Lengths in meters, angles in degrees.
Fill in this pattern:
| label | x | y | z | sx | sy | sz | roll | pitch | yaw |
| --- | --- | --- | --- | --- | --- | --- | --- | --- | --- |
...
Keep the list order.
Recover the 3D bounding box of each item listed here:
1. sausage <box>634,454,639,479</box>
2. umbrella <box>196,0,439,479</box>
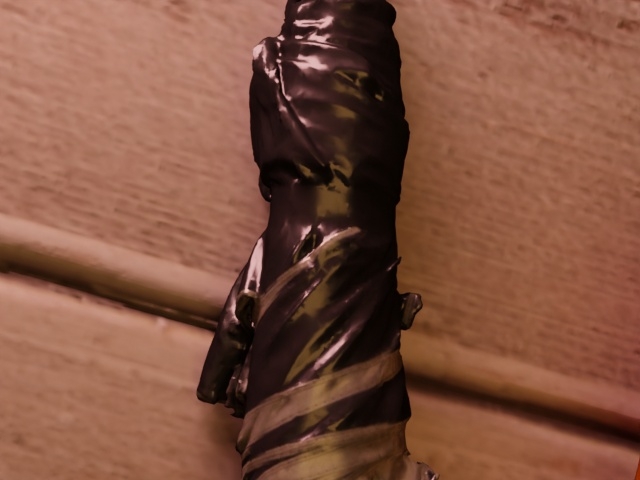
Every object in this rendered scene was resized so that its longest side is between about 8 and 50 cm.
| label | x | y | z | sx | sy | sz | roll | pitch | yaw |
| --- | --- | --- | --- | --- | --- | --- | --- | --- | --- |
| sausage | 0.286 | 0.138 | 1.014 | 0.233 | 0.233 | 0.287 | 16 | 85 | -16 |
| umbrella | 0.004 | 0.001 | 1.012 | 0.113 | 0.106 | 0.357 | 5 | 79 | -27 |
